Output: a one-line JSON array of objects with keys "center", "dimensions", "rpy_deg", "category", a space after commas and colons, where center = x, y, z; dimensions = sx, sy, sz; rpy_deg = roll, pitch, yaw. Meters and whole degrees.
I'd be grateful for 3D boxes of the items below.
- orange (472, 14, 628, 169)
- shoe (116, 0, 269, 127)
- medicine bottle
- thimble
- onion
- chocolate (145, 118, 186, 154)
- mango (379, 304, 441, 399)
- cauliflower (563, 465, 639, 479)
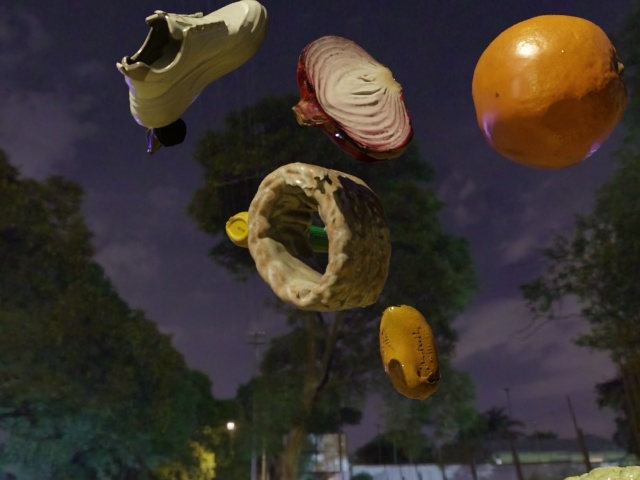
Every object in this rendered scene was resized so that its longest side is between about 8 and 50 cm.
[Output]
[{"center": [0.459, -0.294, 1.380], "dimensions": [0.311, 0.312, 0.312], "rpy_deg": [-1, -24, 0], "category": "orange"}, {"center": [-0.228, -0.346, 1.178], "dimensions": [0.124, 0.316, 0.159], "rpy_deg": [29, -20, 32], "category": "shoe"}, {"center": [-0.068, -0.009, 1.521], "dimensions": [0.111, 0.076, 0.308], "rpy_deg": [10, 1, 43], "category": "medicine bottle"}, {"center": [-0.005, -0.003, 1.067], "dimensions": [0.195, 0.229, 0.148], "rpy_deg": [-13, -12, 36], "category": "thimble"}, {"center": [0.034, -0.187, 0.984], "dimensions": [0.151, 0.206, 0.098], "rpy_deg": [-27, -11, -10], "category": "onion"}, {"center": [-0.304, -0.204, 1.292], "dimensions": [0.070, 0.072, 0.147], "rpy_deg": [23, -10, -33], "category": "chocolate"}, {"center": [0.225, 0.290, 1.774], "dimensions": [0.151, 0.249, 0.156], "rpy_deg": [-22, -10, 34], "category": "mango"}, {"center": [0.342, 0.353, 0.677], "dimensions": [0.275, 0.250, 0.272], "rpy_deg": [3, -15, -31], "category": "cauliflower"}]
